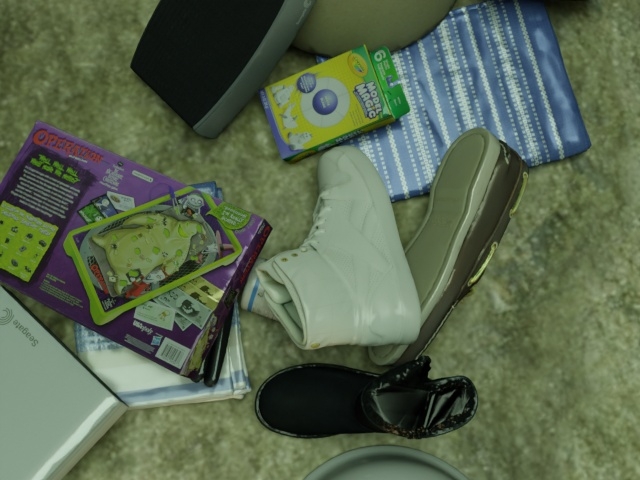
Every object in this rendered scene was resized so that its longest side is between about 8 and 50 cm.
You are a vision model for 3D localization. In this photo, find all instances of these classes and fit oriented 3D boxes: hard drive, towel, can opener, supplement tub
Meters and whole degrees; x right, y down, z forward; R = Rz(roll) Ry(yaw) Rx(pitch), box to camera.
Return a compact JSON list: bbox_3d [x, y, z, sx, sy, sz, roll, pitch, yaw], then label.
[{"bbox_3d":[-0.431,0.252,1.135,0.233,0.047,0.353,38,77,21],"label":"hard drive"},{"bbox_3d":[0.178,-0.193,1.309,0.336,0.040,0.243,-15,80,-4],"label":"towel"},{"bbox_3d":[-0.130,0.087,1.179,0.059,0.073,0.186,17,67,-43],"label":"can opener"},{"bbox_3d":[-0.133,-0.267,1.218,0.172,0.054,0.254,45,120,7],"label":"hard drive"},{"bbox_3d":[-0.041,0.070,1.213,0.107,0.071,0.071,18,77,1],"label":"supplement tub"},{"bbox_3d":[-0.208,0.072,1.222,0.209,0.034,0.284,-7,77,-5],"label":"towel"}]

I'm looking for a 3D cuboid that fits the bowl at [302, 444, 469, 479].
[{"bbox_3d":[0.086,0.387,1.115,0.298,0.134,0.297,1,78,-3],"label":"bowl"}]

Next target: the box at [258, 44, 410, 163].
[{"bbox_3d":[0.019,-0.181,1.260,0.179,0.043,0.105,-22,80,10],"label":"box"}]

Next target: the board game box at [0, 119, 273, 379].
[{"bbox_3d":[-0.255,0.004,1.175,0.347,0.056,0.208,24,84,20],"label":"board game box"}]

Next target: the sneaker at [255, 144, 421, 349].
[{"bbox_3d":[0.000,0.000,1.163,0.169,0.108,0.292,-4,52,-19],"label":"sneaker"}]

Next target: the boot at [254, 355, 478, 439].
[{"bbox_3d":[0.045,0.184,1.121,0.247,0.207,0.094,3,77,-2],"label":"boot"}]

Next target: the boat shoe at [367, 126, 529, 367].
[{"bbox_3d":[0.165,0.021,1.216,0.097,0.117,0.324,28,84,-30],"label":"boat shoe"}]

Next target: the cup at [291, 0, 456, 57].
[{"bbox_3d":[0.039,-0.435,1.230,0.331,0.237,0.330,0,72,0],"label":"cup"}]
